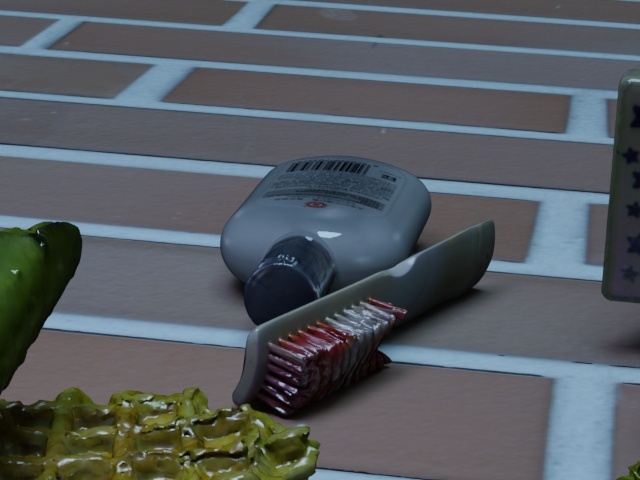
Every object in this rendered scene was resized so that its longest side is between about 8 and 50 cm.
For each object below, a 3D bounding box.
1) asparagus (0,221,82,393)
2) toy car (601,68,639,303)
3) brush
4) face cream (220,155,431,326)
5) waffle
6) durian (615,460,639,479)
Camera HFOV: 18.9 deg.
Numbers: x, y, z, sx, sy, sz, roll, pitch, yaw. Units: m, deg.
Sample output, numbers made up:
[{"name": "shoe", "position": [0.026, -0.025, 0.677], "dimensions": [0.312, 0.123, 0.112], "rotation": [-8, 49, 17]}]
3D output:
[{"name": "asparagus", "position": [-0.227, 0.094, 0.919], "dimensions": [0.128, 0.108, 0.382], "rotation": [-13, 26, 22]}, {"name": "toy car", "position": [0.384, -0.029, 1.301], "dimensions": [0.336, 0.242, 0.226], "rotation": [13, 17, 34]}, {"name": "brush", "position": [0.050, 0.049, 1.311], "dimensions": [0.050, 0.060, 0.321], "rotation": [25, 25, 24]}, {"name": "face cream", "position": [0.000, 0.000, 1.435], "dimensions": [0.144, 0.071, 0.291], "rotation": [5, 16, 8]}, {"name": "waffle", "position": [-0.136, 0.132, 0.999], "dimensions": [0.243, 0.059, 0.238], "rotation": [-19, 27, -41]}, {"name": "durian", "position": [0.214, 0.147, 0.811], "dimensions": [0.200, 0.176, 0.237], "rotation": [11, 22, -6]}]
